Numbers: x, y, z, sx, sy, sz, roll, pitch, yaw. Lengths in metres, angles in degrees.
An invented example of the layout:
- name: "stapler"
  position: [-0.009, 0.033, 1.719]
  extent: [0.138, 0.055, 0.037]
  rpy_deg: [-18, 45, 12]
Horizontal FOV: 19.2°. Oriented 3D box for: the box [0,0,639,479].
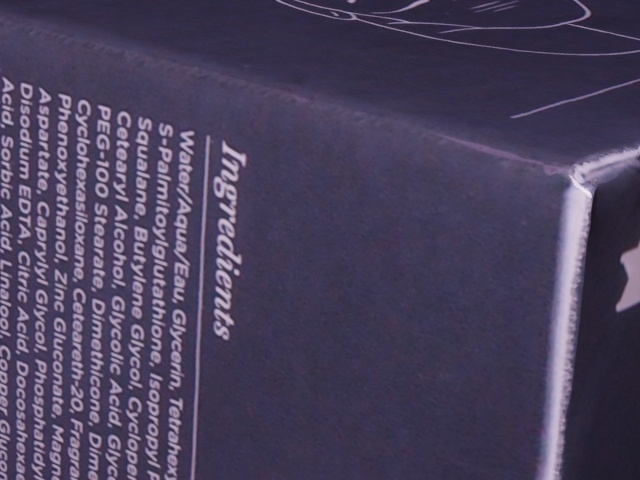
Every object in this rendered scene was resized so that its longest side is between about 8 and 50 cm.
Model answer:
- name: "box"
  position: [0.000, 0.000, 0.722]
  extent: [0.395, 0.212, 0.293]
  rpy_deg: [17, 23, 36]
